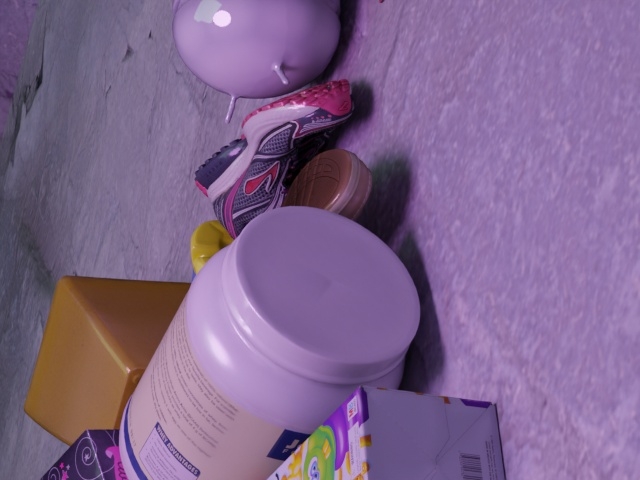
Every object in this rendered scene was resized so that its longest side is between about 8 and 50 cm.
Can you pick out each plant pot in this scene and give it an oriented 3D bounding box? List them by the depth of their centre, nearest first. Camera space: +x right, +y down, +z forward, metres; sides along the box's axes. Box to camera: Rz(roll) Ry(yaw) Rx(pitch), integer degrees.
[{"bbox_3d":[-0.242,0.187,2.272,0.187,0.212,0.212,44,122,50],"label":"plant pot"}]

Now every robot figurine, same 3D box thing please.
[{"bbox_3d":[-0.076,-0.319,2.057,0.300,0.199,0.353,138,137,-57],"label":"robot figurine"}]

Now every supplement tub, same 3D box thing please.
[{"bbox_3d":[-0.054,0.144,1.778,0.325,0.235,0.235,121,149,-42],"label":"supplement tub"}]

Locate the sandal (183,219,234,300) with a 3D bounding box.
[{"bbox_3d":[-0.108,0.129,2.083,0.317,0.126,0.138,-94,18,-45],"label":"sandal"}]

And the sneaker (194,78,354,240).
[{"bbox_3d":[-0.037,-0.094,2.020,0.112,0.121,0.299,62,146,10],"label":"sneaker"}]

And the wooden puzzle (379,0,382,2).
[{"bbox_3d":[0.069,-0.312,1.961,0.083,0.006,0.049,-104,32,-44],"label":"wooden puzzle"}]

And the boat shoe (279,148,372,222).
[{"bbox_3d":[0.000,0.000,1.891,0.302,0.098,0.109,129,157,-53],"label":"boat shoe"}]

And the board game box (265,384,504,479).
[{"bbox_3d":[0.045,0.264,1.612,0.275,0.142,0.144,129,144,-50],"label":"board game box"}]

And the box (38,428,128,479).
[{"bbox_3d":[-0.188,0.341,1.873,0.142,0.163,0.247,-47,54,35],"label":"box"}]
